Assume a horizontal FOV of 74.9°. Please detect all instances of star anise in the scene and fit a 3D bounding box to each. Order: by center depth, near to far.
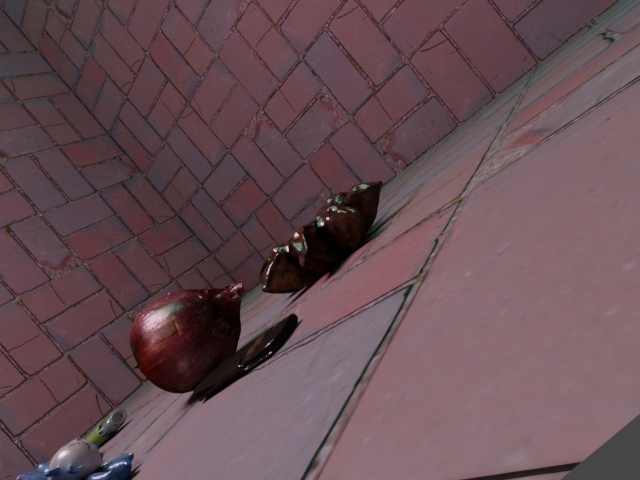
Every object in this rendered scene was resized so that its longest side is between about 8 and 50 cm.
[{"bbox_3d":[0.002,-0.005,0.820,0.315,0.108,0.315,-45,7,7],"label":"star anise"}]

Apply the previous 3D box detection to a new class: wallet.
[{"bbox_3d":[-0.095,0.149,0.530,0.157,0.018,0.082,-38,3,26],"label":"wallet"}]

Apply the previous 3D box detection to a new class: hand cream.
[{"bbox_3d":[-0.540,0.474,1.014,0.175,0.046,0.095,-41,5,16],"label":"hand cream"}]

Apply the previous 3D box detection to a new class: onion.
[{"bbox_3d":[-0.186,0.135,0.637,0.195,0.159,0.159,-40,2,0],"label":"onion"}]

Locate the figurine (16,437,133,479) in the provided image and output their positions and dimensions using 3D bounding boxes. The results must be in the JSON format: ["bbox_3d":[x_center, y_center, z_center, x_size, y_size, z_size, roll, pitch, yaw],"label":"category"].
[{"bbox_3d":[-0.254,0.246,0.422,0.115,0.078,0.114,3,-11,1],"label":"figurine"}]

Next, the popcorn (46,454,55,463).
[{"bbox_3d":[-0.558,0.489,0.906,0.083,0.057,0.082,-38,2,-38],"label":"popcorn"}]
